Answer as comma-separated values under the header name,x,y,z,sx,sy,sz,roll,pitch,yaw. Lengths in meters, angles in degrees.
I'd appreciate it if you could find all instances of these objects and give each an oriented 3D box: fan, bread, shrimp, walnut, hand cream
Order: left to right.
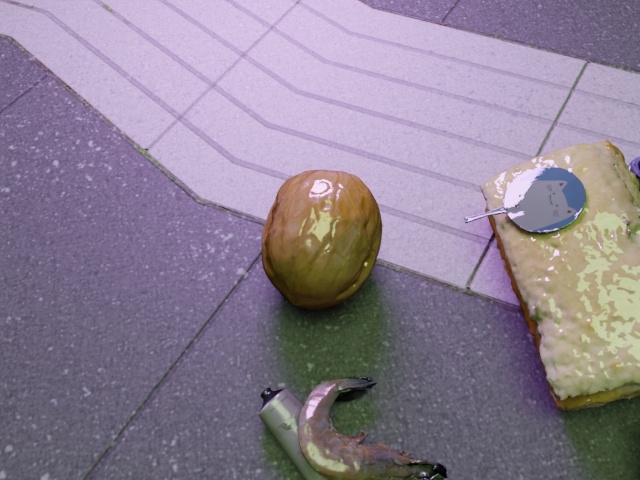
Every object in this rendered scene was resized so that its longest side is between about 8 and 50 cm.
name,x,y,z,sx,sy,sz,roll,pitch,yaw
hand cream,-0.019,0.284,0.731,0.087,0.054,0.186,-39,74,-25
walnut,0.000,0.000,0.807,0.195,0.195,0.222,17,71,10
shrimp,0.075,0.272,0.727,0.219,0.046,0.152,18,46,-6
fan,0.303,-0.054,0.776,0.175,0.005,0.113,-16,56,21
bread,0.409,0.046,0.775,0.236,0.165,0.375,-18,60,17

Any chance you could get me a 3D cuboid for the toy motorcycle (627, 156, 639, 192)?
name,x,y,z,sx,sy,sz,roll,pitch,yaw
toy motorcycle,0.619,-0.064,0.886,0.106,0.159,0.270,-25,79,-3
